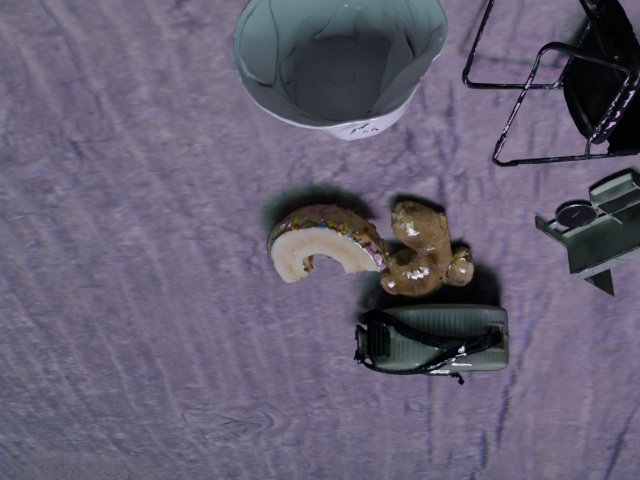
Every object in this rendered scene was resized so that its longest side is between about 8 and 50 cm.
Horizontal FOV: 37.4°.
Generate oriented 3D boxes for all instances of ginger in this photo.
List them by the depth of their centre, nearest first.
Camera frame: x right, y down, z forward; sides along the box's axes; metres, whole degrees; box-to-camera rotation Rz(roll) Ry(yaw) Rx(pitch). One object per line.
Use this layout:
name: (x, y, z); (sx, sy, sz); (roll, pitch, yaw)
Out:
ginger: (0.131, 0.024, 1.288); (0.133, 0.059, 0.214); (-18, 142, 22)

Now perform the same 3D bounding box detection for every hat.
hat: (0.024, -0.174, 0.929); (0.203, 0.203, 0.126); (-2, 165, 9)

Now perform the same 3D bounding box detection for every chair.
chair: (0.274, -0.160, 0.933); (0.221, 0.140, 0.145); (4, 136, -13)

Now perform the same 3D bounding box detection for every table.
table: (0.389, -0.002, 1.221); (0.175, 0.062, 0.146); (27, 140, -34)

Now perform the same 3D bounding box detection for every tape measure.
tape measure: (0.155, 0.153, 1.379); (0.235, 0.115, 0.207); (-1, 174, 7)

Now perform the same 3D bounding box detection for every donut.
donut: (0.001, -0.003, 1.244); (0.166, 0.065, 0.108); (-6, 132, 29)
